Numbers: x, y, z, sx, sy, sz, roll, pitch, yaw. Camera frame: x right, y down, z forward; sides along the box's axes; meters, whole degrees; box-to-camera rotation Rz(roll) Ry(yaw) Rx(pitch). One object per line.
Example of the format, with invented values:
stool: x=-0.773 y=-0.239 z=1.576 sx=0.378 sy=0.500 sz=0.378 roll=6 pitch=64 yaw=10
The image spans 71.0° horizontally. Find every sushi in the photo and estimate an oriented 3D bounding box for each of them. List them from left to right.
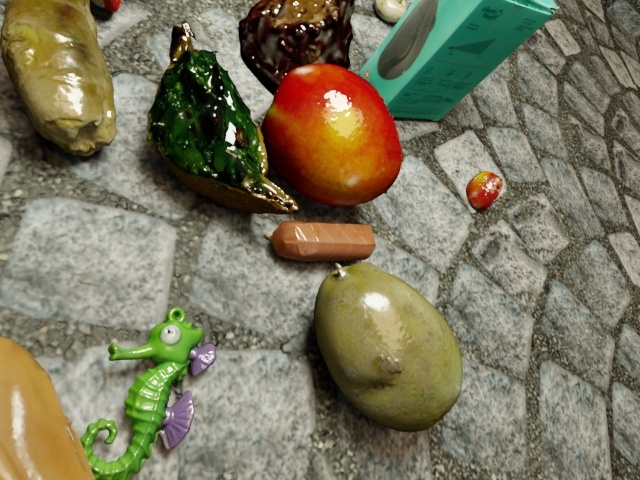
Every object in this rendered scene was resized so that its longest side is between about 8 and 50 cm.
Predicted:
sushi: x=-0.150 y=-0.140 z=0.598 sx=0.149 sy=0.140 sz=0.287 roll=-16 pitch=75 yaw=-42

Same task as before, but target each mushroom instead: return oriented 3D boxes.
mushroom: x=0.168 y=-0.556 z=1.054 sx=0.083 sy=0.067 sz=0.084 roll=15 pitch=63 yaw=-32

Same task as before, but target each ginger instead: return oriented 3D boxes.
ginger: x=-0.326 y=-0.232 z=0.556 sx=0.116 sy=0.109 sz=0.263 roll=-6 pitch=69 yaw=-31

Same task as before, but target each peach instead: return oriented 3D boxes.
peach: x=0.024 y=-0.157 z=0.688 sx=0.226 sy=0.190 sz=0.196 roll=26 pitch=28 yaw=-14
peach: x=0.340 y=-0.109 z=0.950 sx=0.050 sy=0.077 sz=0.083 roll=27 pitch=98 yaw=-23

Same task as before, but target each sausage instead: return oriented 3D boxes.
sausage: x=-0.273 y=0.197 z=0.366 sx=0.136 sy=0.120 sz=0.241 roll=-23 pitch=81 yaw=-26
sausage: x=0.000 y=0.000 z=0.673 sx=0.169 sy=0.065 sz=0.065 roll=1 pitch=66 yaw=-34

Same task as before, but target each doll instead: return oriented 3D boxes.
doll: x=-0.185 y=0.161 z=0.485 sx=0.115 sy=0.050 sz=0.190 roll=29 pitch=57 yaw=-22

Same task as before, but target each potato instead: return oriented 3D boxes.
potato: x=0.086 y=0.134 z=0.604 sx=0.251 sy=0.159 sz=0.174 roll=53 pitch=24 yaw=-13

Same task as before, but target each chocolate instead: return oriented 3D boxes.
chocolate: x=-0.018 y=-0.379 z=0.781 sx=0.206 sy=0.177 sz=0.224 roll=7 pitch=62 yaw=-29

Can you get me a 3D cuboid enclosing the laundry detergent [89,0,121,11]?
laundry detergent: x=-0.365 y=-0.377 z=0.617 sx=0.165 sy=0.097 sz=0.049 roll=14 pitch=84 yaw=-17

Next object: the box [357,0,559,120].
box: x=0.240 y=-0.368 z=0.847 sx=0.205 sy=0.311 sz=0.118 roll=-11 pitch=71 yaw=-35
